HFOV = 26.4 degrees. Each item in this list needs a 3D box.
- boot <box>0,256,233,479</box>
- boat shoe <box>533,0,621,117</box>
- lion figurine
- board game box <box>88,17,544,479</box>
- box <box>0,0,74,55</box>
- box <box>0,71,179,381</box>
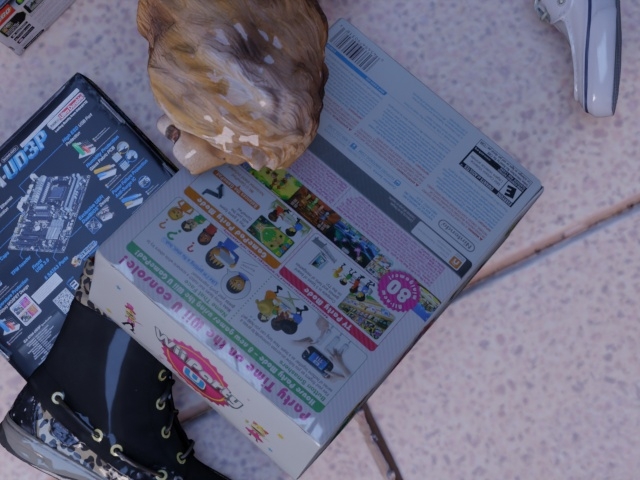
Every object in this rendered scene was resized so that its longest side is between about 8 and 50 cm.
[{"bbox_3d":[-0.128,0.134,1.132,0.236,0.085,0.179,24,96,-5],"label":"boot"},{"bbox_3d":[0.217,-0.212,1.168,0.075,0.083,0.226,-2,74,16],"label":"boat shoe"},{"bbox_3d":[-0.043,-0.224,1.084,0.240,0.142,0.392,34,50,3],"label":"lion figurine"},{"bbox_3d":[0.000,0.000,1.091,0.224,0.097,0.303,41,62,7],"label":"board game box"},{"bbox_3d":[-0.214,-0.255,1.177,0.207,0.114,0.036,-45,84,-1],"label":"box"},{"bbox_3d":[-0.225,-0.008,1.189,0.220,0.051,0.175,-45,85,0],"label":"box"}]
